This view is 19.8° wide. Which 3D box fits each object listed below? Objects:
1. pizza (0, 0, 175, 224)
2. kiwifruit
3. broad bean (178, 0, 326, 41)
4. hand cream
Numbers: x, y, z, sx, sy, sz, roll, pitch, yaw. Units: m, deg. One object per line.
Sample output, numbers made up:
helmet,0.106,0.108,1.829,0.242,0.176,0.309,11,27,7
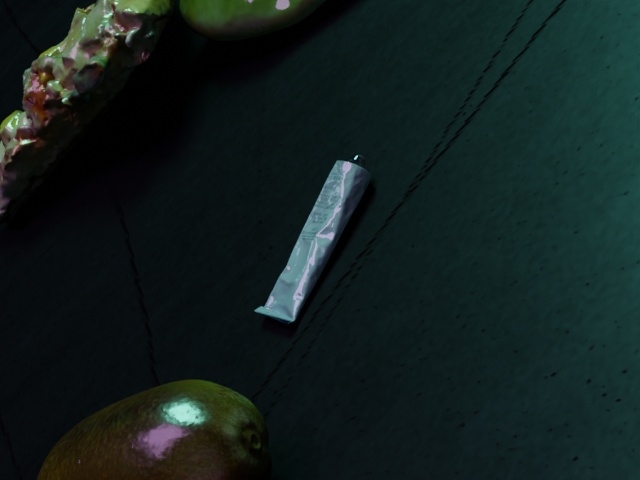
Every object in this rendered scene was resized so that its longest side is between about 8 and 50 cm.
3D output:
pizza,-0.156,-0.095,1.124,0.195,0.052,0.185,-53,11,10
kiwifruit,-0.076,0.104,0.803,0.124,0.075,0.075,-27,37,38
broad bean,-0.002,-0.199,1.066,0.206,0.072,0.153,-60,27,4
hand cream,0.000,0.000,0.882,0.030,0.019,0.093,11,71,53
